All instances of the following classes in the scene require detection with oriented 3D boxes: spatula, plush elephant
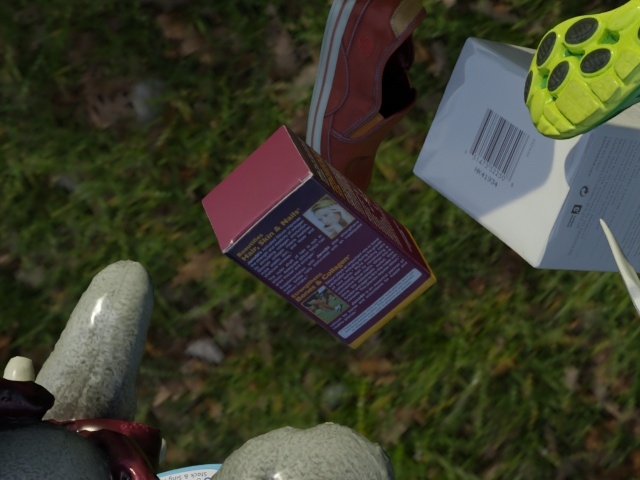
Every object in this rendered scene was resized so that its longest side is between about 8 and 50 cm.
[{"bbox_3d":[0.222,0.102,0.869,0.019,0.242,0.168,-26,115,10],"label":"spatula"},{"bbox_3d":[-0.136,0.126,0.761,0.272,0.255,0.330,21,112,-8],"label":"plush elephant"}]

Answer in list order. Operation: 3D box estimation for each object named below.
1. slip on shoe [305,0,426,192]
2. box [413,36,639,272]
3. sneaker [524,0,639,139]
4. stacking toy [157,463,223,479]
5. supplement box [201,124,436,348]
[{"bbox_3d":[0.054,-0.154,1.714,0.101,0.123,0.331,24,139,14],"label":"slip on shoe"},{"bbox_3d":[0.313,-0.086,1.656,0.215,0.345,0.168,41,118,44],"label":"box"},{"bbox_3d":[0.302,-0.169,1.326,0.295,0.123,0.109,-33,55,39],"label":"sneaker"},{"bbox_3d":[-0.092,0.352,1.257,0.175,0.302,0.166,-12,135,2],"label":"stacking toy"},{"bbox_3d":[0.000,0.000,1.329,0.104,0.081,0.188,-41,130,12],"label":"supplement box"}]
